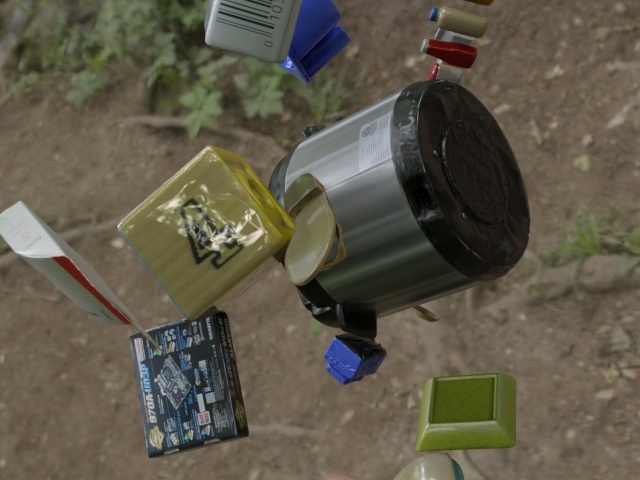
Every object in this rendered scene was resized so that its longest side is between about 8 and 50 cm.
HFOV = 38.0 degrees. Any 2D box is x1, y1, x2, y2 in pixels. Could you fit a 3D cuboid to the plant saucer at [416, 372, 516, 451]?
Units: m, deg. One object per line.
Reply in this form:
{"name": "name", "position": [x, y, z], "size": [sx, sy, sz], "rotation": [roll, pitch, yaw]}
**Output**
{"name": "plant saucer", "position": [0.281, 0.320, 1.800], "size": [0.188, 0.045, 0.188], "rotation": [-6, 33, 16]}

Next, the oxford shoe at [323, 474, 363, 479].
{"name": "oxford shoe", "position": [0.001, 0.491, 1.110], "size": [0.146, 0.141, 0.396], "rotation": [-162, 83, -67]}

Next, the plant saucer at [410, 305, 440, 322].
{"name": "plant saucer", "position": [0.237, 0.170, 2.159], "size": [0.083, 0.083, 0.015], "rotation": [37, 104, 53]}

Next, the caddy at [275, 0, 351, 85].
{"name": "caddy", "position": [-0.095, -0.465, 1.862], "size": [0.179, 0.241, 0.341], "rotation": [-37, 73, 1]}

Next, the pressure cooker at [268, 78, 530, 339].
{"name": "pressure cooker", "position": [0.110, -0.057, 1.656], "size": [0.420, 0.370, 0.375], "rotation": [-23, 103, 36]}

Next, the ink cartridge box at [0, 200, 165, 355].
{"name": "ink cartridge box", "position": [-0.313, 0.062, 1.208], "size": [0.056, 0.181, 0.225], "rotation": [-42, 49, -7]}

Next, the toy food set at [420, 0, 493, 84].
{"name": "toy food set", "position": [0.224, -0.363, 1.671], "size": [0.232, 0.105, 0.111], "rotation": [115, 167, -59]}

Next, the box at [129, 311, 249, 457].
{"name": "box", "position": [-0.226, 0.245, 1.586], "size": [0.175, 0.051, 0.220], "rotation": [-18, 74, 19]}

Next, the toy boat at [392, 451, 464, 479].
{"name": "toy boat", "position": [0.190, 0.550, 1.639], "size": [0.267, 0.148, 0.318], "rotation": [121, 160, -47]}

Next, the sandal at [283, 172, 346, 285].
{"name": "sandal", "position": [0.005, -0.004, 1.272], "size": [0.088, 0.079, 0.240], "rotation": [-39, 30, 19]}

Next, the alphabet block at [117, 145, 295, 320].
{"name": "alphabet block", "position": [-0.166, -0.011, 1.470], "size": [0.197, 0.192, 0.193], "rotation": [-40, 86, 7]}

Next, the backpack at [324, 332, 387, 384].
{"name": "backpack", "position": [0.074, 0.252, 2.007], "size": [0.098, 0.120, 0.101], "rotation": [43, 118, 25]}

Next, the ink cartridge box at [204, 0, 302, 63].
{"name": "ink cartridge box", "position": [-0.033, -0.325, 0.772], "size": [0.330, 0.072, 0.324], "rotation": [-119, 43, -71]}
